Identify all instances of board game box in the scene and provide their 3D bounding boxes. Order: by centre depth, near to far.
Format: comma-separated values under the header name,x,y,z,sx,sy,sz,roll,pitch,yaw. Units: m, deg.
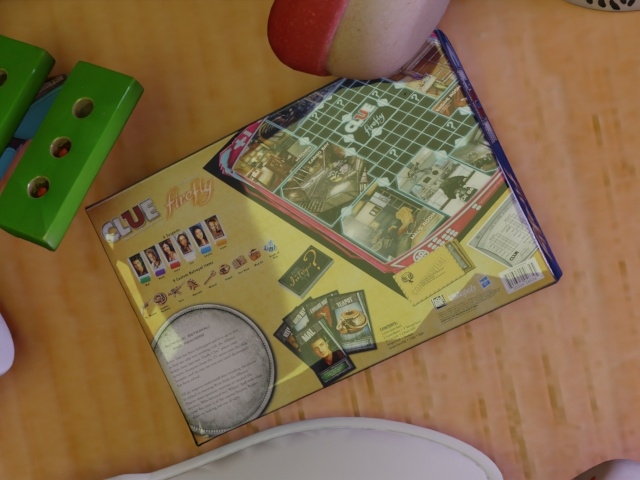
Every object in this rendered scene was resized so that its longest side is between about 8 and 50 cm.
name,x,y,z,sx,sy,sz,roll,pitch,yaw
board game box,0.000,0.000,0.946,0.243,0.042,0.165,-25,89,14

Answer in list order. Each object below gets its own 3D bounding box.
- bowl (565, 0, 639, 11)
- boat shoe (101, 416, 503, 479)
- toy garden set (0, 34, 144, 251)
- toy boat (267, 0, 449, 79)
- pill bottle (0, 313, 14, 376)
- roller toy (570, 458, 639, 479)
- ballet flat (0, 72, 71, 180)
name,x,y,z,sx,sy,sz,roll,pitch,yaw
bowl,0.166,-0.213,0.868,0.170,0.080,0.170,1,96,13
boat shoe,-0.040,0.192,0.962,0.320,0.116,0.099,-12,134,8
toy garden set,-0.243,-0.031,0.940,0.244,0.049,0.203,20,75,29
toy boat,0.007,-0.205,0.848,0.151,0.151,0.231,11,88,7
pill bottle,-0.299,0.105,0.987,0.208,0.117,0.117,-37,86,14
roller toy,0.147,0.228,0.858,0.146,0.209,0.191,49,142,5
ballet flat,-0.200,-0.071,0.989,0.041,0.041,0.114,44,102,6
